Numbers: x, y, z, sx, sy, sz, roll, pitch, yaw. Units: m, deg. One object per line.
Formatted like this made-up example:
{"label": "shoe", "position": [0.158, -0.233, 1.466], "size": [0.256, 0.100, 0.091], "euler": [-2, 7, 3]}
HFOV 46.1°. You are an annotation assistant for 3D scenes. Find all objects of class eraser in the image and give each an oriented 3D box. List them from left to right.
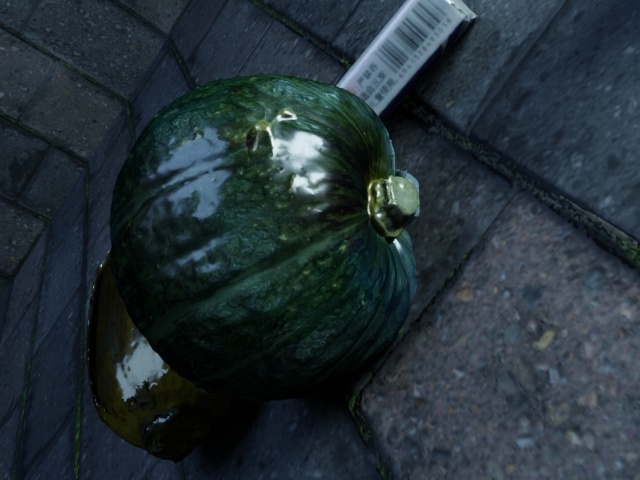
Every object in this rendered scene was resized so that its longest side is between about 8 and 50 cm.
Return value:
{"label": "eraser", "position": [0.074, -0.183, 0.823], "size": [0.210, 0.068, 0.124], "euler": [-47, 2, 24]}

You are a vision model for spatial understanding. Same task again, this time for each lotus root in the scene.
{"label": "lotus root", "position": [-0.177, 0.087, 0.917], "size": [0.196, 0.179, 0.397], "euler": [-34, 36, 11]}

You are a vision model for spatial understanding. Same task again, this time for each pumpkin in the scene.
{"label": "pumpkin", "position": [-0.066, -0.004, 0.665], "size": [0.263, 0.197, 0.293], "euler": [-25, 73, 35]}

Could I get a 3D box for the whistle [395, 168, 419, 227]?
{"label": "whistle", "position": [0.000, 0.000, 0.797], "size": [0.269, 0.093, 0.180], "euler": [-23, 47, 41]}
